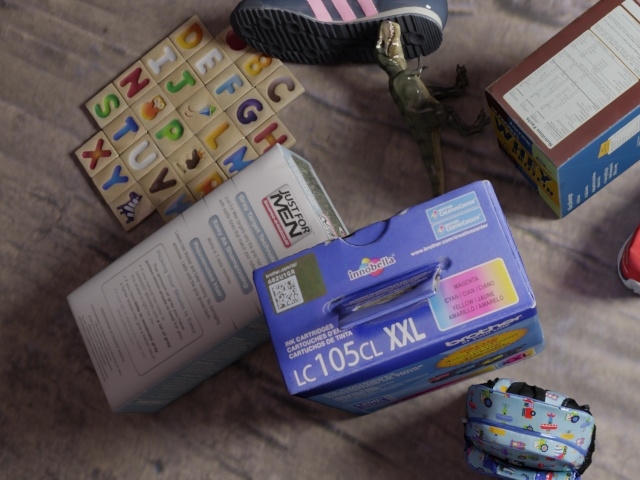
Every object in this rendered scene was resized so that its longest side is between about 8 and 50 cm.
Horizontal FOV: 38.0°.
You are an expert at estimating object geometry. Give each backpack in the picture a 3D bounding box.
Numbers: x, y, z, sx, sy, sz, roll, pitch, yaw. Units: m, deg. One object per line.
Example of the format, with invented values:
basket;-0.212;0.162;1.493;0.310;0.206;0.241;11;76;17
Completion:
backpack;0.239;0.225;1.082;0.158;0.173;0.117;13;79;18

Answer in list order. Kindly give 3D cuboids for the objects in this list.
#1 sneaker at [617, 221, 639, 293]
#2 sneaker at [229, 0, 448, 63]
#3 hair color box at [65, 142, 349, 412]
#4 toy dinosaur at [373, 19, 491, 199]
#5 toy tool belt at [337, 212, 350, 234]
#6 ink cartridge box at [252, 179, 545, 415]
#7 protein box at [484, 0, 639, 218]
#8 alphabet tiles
sneaker;0.467;-0.050;1.123;0.107;0.118;0.279;35;87;21
sneaker;0.030;-0.337;1.353;0.318;0.112;0.131;6;60;15
hair color box;-0.142;0.059;1.243;0.374;0.113;0.185;-34;69;15
toy dinosaur;0.160;-0.179;1.277;0.118;0.064;0.268;-19;87;-6
toy tool belt;0.000;0.000;1.281;0.083;0.052;0.051;-33;60;6
ink cartridge box;0.099;0.077;1.044;0.269;0.395;0.151;-22;70;10
protein box;0.333;-0.162;1.150;0.201;0.200;0.136;-37;68;3
alphabet tiles;-0.204;-0.180;1.413;0.342;0.011;0.285;-38;68;3
